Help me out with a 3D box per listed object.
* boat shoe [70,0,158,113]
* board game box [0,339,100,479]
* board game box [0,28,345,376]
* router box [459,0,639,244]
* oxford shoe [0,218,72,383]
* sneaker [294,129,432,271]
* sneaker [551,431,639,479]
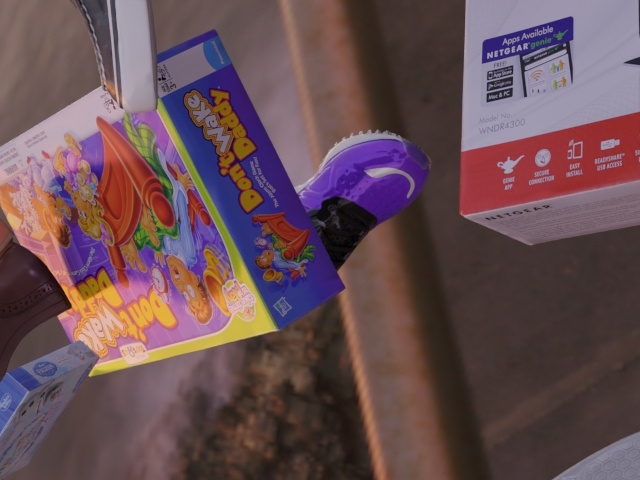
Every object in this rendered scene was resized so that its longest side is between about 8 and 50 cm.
[{"bbox_3d":[-0.140,-0.174,0.869,0.078,0.070,0.219,126,131,-83],"label":"boat shoe"},{"bbox_3d":[-0.177,0.106,0.903,0.020,0.090,0.090,38,107,10],"label":"board game box"},{"bbox_3d":[-0.150,-0.018,1.335,0.347,0.078,0.233,-19,100,55],"label":"board game box"},{"bbox_3d":[0.243,-0.172,0.942,0.335,0.082,0.301,-12,68,41],"label":"router box"},{"bbox_3d":[-0.350,0.143,1.315,0.363,0.133,0.130,-53,15,-25],"label":"oxford shoe"},{"bbox_3d":[0.000,0.001,1.627,0.293,0.102,0.146,-30,37,37],"label":"sneaker"},{"bbox_3d":[0.101,0.223,0.822,0.296,0.146,0.104,-25,29,1],"label":"sneaker"}]
